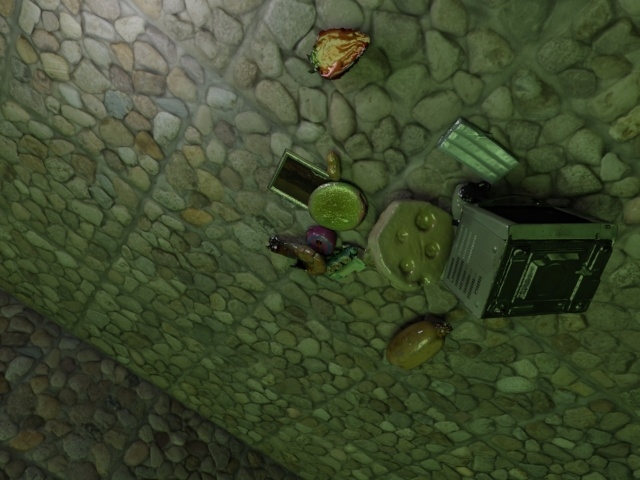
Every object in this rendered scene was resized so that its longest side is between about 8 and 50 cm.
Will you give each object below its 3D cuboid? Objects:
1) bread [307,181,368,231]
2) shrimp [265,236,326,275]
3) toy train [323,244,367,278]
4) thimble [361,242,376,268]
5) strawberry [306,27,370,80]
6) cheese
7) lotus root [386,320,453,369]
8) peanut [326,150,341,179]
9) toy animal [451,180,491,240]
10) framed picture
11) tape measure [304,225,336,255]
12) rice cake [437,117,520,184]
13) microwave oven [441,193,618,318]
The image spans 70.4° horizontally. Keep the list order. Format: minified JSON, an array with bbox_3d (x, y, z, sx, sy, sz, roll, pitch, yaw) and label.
[{"bbox_3d":[0.064,-0.118,1.676,0.229,0.033,0.228,5,131,5],"label":"bread"},{"bbox_3d":[-0.087,0.068,1.827,0.289,0.075,0.178,11,144,30],"label":"shrimp"},{"bbox_3d":[0.095,0.093,1.808,0.125,0.080,0.194,31,135,-22],"label":"toy train"},{"bbox_3d":[0.248,0.025,1.675,0.144,0.137,0.190,23,115,3],"label":"thimble"},{"bbox_3d":[0.050,-0.554,1.332,0.140,0.085,0.192,40,122,-4],"label":"strawberry"},{"bbox_3d":[0.323,0.010,1.552,0.327,0.115,0.317,-11,95,-14],"label":"cheese"},{"bbox_3d":[0.417,0.428,1.917,0.169,0.151,0.342,27,126,-22],"label":"lotus root"},{"bbox_3d":[0.046,-0.259,1.576,0.054,0.054,0.113,2,130,16],"label":"peanut"},{"bbox_3d":[0.492,-0.084,1.492,0.121,0.094,0.225,4,101,20],"label":"toy animal"},{"bbox_3d":[-0.055,-0.201,1.677,0.252,0.014,0.197,29,130,-5],"label":"framed picture"},{"bbox_3d":[0.000,0.000,1.774,0.125,0.074,0.118,10,134,17],"label":"tape measure"},{"bbox_3d":[0.496,-0.277,1.422,0.237,0.043,0.127,33,129,-9],"label":"rice cake"},{"bbox_3d":[0.630,0.055,1.374,0.395,0.247,0.332,-1,116,-18],"label":"microwave oven"}]
